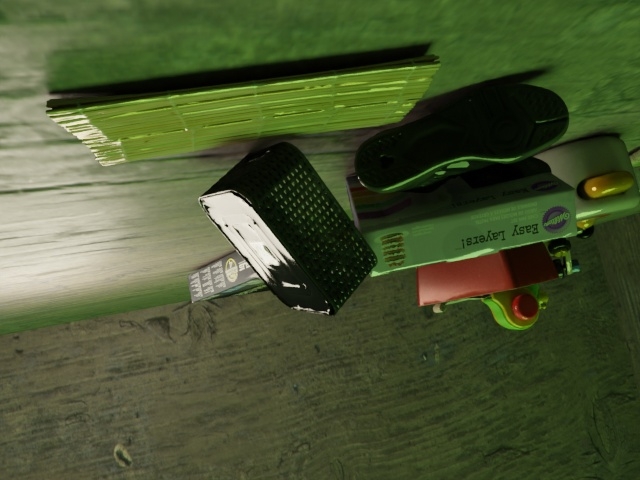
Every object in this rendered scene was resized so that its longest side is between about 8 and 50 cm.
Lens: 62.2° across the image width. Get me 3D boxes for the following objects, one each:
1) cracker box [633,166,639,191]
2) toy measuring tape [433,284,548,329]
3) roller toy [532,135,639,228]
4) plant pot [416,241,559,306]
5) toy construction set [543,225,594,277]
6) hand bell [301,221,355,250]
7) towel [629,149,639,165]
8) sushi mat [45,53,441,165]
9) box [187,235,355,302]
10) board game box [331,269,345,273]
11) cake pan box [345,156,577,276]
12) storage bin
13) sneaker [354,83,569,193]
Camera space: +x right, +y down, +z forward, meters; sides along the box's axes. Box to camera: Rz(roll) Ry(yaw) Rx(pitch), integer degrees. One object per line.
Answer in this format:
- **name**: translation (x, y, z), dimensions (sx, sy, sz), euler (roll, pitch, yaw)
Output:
- **cracker box**: translation (0.814, -0.151, 1.383), dimensions (0.232, 0.067, 0.156), euler (-16, 172, 37)
- **toy measuring tape**: translation (0.461, 0.190, 1.398), dimensions (0.330, 0.121, 0.121), euler (-9, 172, -16)
- **roller toy**: translation (0.473, -0.094, 0.976), dimensions (0.191, 0.146, 0.209), euler (-5, 169, -45)
- **plant pot**: translation (0.398, 0.016, 1.340), dimensions (0.267, 0.236, 0.267), euler (-18, 171, 42)
- **toy construction set**: translation (0.634, -0.043, 1.560), dimensions (0.309, 0.257, 0.237), euler (9, 164, 28)
- **hand bell**: translation (0.000, 0.000, 1.228), dimensions (0.242, 0.126, 0.126), euler (-22, 179, -34)
- **towel**: translation (0.724, -0.186, 1.135), dimensions (0.148, 0.027, 0.110), euler (-13, 173, -3)
- **sushi mat**: translation (-0.059, -0.115, 0.486), dimensions (0.316, 0.019, 0.151), euler (-10, 173, -10)
- **box**: translation (-0.144, 0.078, 1.489), dimensions (0.318, 0.097, 0.395), euler (-3, 167, -40)
- **board game box**: translation (0.025, 0.091, 1.454), dimensions (0.090, 0.020, 0.090), euler (-14, 171, -11)
- **cake pan box**: translation (0.175, -0.053, 0.726), dimensions (0.267, 0.070, 0.246), euler (-11, -155, 4)
- **storage bin**: translation (-0.036, -0.009, 0.601), dimensions (0.084, 0.180, 0.122), euler (-48, -156, -24)
- **sneaker**: translation (0.160, -0.113, 0.616), dimensions (0.227, 0.087, 0.130), euler (-19, 180, 17)
